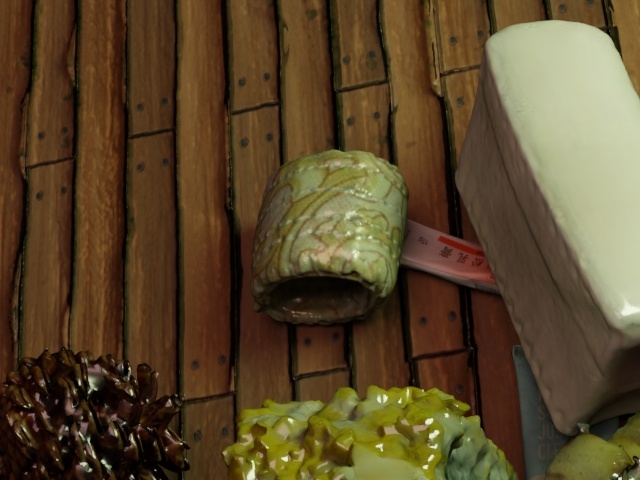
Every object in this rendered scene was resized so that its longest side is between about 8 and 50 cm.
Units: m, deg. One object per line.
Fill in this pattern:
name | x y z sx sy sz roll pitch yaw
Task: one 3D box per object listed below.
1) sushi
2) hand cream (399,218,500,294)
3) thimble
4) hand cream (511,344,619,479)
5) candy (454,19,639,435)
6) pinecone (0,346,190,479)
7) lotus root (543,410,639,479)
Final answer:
sushi | 0.033 0.326 1.544 0.240 0.351 0.396 -3 59 18
hand cream | 0.149 0.021 1.871 0.216 0.038 0.052 18 42 31
thimble | 0.000 0.000 1.871 0.190 0.137 0.143 -16 55 40
hand cream | 0.238 0.227 1.702 0.111 0.070 0.312 -5 57 10
candy | 0.252 -0.014 1.721 0.145 0.208 0.359 -10 56 -14
pinecone | -0.232 0.209 1.798 0.221 0.221 0.221 -8 59 15
lotus root | 0.302 0.239 1.612 0.203 0.078 0.183 39 67 3
